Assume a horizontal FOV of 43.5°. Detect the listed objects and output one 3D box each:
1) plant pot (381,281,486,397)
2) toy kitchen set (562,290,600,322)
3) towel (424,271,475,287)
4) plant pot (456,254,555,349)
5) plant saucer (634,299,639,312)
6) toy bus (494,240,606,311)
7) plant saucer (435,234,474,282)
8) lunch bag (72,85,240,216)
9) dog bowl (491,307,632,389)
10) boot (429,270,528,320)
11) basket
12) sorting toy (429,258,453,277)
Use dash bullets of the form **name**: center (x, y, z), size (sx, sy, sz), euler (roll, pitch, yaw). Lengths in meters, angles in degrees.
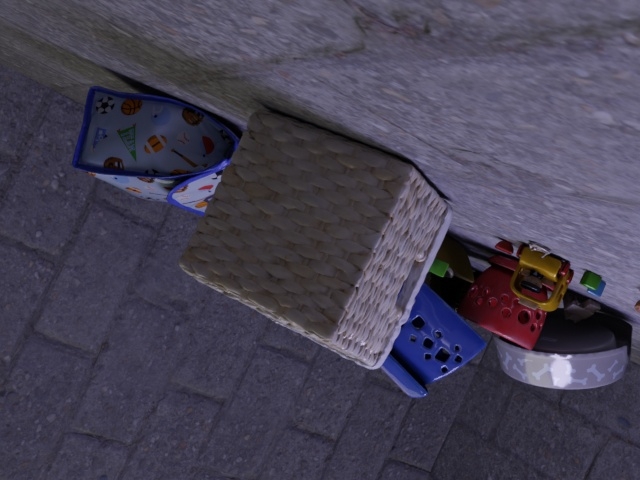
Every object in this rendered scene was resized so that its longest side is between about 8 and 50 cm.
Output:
- **plant pot**: center (0.223, 0.227, 1.871), size (0.236, 0.212, 0.236), euler (45, 180, 5)
- **toy kitchen set**: center (0.616, 0.143, 1.938), size (0.068, 0.075, 0.083), euler (22, 140, -23)
- **towel**: center (0.413, 0.154, 2.523), size (0.271, 0.040, 0.370), euler (24, -154, 39)
- **plant pot**: center (0.433, 0.135, 1.851), size (0.191, 0.174, 0.191), euler (24, 178, 1)
- **plant saucer**: center (0.641, 0.140, 1.371), size (0.200, 0.037, 0.200), euler (26, 178, 1)
- **toy bus**: center (0.419, 0.080, 1.545), size (0.202, 0.104, 0.191), euler (25, 178, -20)
- **plant saucer**: center (0.200, -0.021, 2.014), size (0.332, 0.081, 0.333), euler (22, 177, 39)
- **lunch bag**: center (-0.321, -0.190, 1.880), size (0.385, 0.239, 0.328), euler (8, 174, 13)
- **dog bowl**: center (0.600, 0.266, 2.001), size (0.348, 0.102, 0.349), euler (-4, -168, 1)
- **boot**: center (0.431, 0.118, 2.147), size (0.260, 0.131, 0.348), euler (-9, -153, 15)
- **basket**: center (0.000, 0.000, 1.359), size (0.331, 0.328, 0.266), euler (25, 176, 23)
- **sorting toy**: center (0.203, 0.046, 1.887), size (0.196, 0.047, 0.347), euler (25, 178, -3)
